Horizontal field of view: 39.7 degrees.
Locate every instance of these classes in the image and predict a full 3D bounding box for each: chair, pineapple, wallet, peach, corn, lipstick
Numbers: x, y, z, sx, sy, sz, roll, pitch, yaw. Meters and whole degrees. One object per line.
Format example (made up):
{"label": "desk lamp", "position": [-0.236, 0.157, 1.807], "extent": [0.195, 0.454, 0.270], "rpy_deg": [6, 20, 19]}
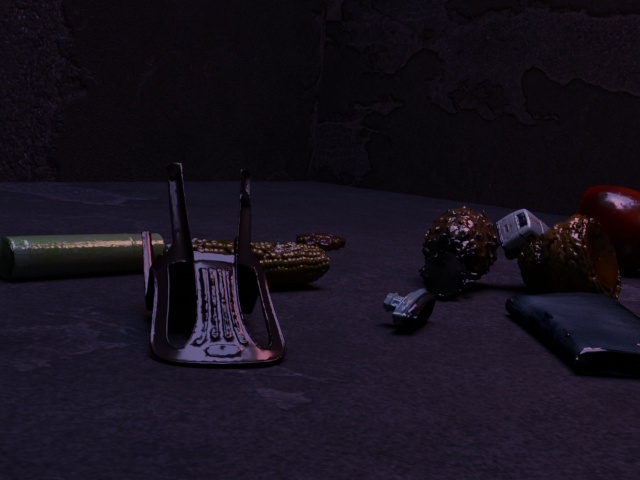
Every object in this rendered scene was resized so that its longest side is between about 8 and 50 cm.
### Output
{"label": "chair", "position": [-0.155, 0.072, 1.226], "extent": [0.175, 0.183, 0.326], "rpy_deg": [4, 52, -15]}
{"label": "pineapple", "position": [0.251, 0.032, 1.710], "extent": [0.157, 0.158, 0.278], "rpy_deg": [8, 19, 20]}
{"label": "wallet", "position": [0.418, 0.135, 1.353], "extent": [0.190, 0.046, 0.379], "rpy_deg": [3, 8, -4]}
{"label": "peach", "position": [0.719, -0.020, 2.153], "extent": [0.243, 0.199, 0.243], "rpy_deg": [32, -19, 12]}
{"label": "corn", "position": [-0.130, 0.041, 1.556], "extent": [0.320, 0.097, 0.097], "rpy_deg": [1, 8, -31]}
{"label": "lipstick", "position": [-0.417, 0.025, 1.557], "extent": [0.304, 0.076, 0.076], "rpy_deg": [-1, 10, -43]}

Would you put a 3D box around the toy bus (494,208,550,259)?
{"label": "toy bus", "position": [0.441, 0.016, 1.797], "extent": [0.194, 0.089, 0.087], "rpy_deg": [36, 32, -29]}

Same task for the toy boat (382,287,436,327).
{"label": "toy boat", "position": [0.134, 0.102, 1.369], "extent": [0.066, 0.059, 0.140], "rpy_deg": [20, 14, 18]}

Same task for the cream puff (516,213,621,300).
{"label": "cream puff", "position": [0.458, 0.053, 1.682], "extent": [0.169, 0.183, 0.183], "rpy_deg": [-21, -9, 36]}

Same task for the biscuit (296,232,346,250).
{"label": "biscuit", "position": [0.000, 0.000, 2.173], "extent": [0.124, 0.026, 0.175], "rpy_deg": [5, 7, 3]}
